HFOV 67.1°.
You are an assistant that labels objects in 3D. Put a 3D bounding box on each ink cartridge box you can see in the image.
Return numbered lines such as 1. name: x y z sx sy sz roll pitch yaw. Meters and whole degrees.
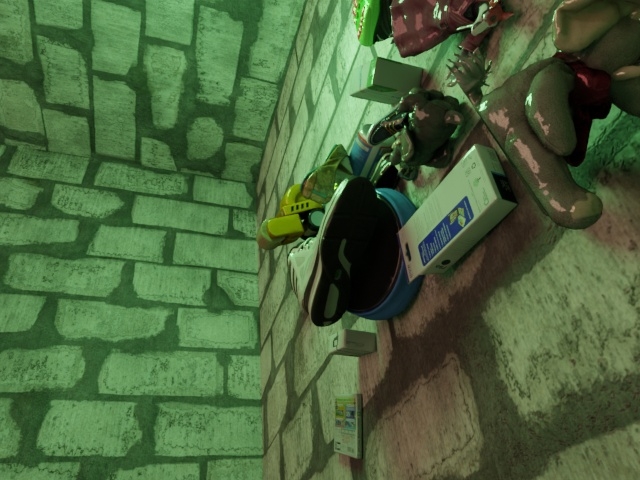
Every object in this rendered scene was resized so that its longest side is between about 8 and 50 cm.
1. ink cartridge box: 0.101 0.334 1.565 0.150 0.109 0.063 133 145 -62
2. ink cartridge box: 0.298 -0.046 1.115 0.333 0.065 0.166 127 146 -46
3. ink cartridge box: 0.198 -0.495 1.512 0.212 0.154 0.093 -157 75 -73

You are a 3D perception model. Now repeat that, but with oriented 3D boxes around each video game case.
1. video game case: 0.091 0.620 1.629 0.212 0.023 0.194 136 138 -65

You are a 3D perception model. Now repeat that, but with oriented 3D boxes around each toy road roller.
1. toy road roller: -0.145 -0.113 2.191 0.241 0.329 0.202 70 157 10

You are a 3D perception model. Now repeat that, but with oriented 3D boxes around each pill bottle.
1. pill bottle: 0.154 -0.266 1.616 0.124 0.124 0.222 -101 26 -45

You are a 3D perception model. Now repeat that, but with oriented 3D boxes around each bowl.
1. bowl: 0.144 0.037 1.419 0.391 0.077 0.392 -15 72 54

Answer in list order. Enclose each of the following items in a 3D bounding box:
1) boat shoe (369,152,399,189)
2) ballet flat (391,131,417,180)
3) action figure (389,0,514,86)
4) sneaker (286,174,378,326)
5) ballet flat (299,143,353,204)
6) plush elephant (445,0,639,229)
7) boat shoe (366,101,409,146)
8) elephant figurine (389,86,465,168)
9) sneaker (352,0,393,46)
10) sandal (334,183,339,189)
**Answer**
1. boat shoe: 0.190 -0.163 1.528 0.069 0.081 0.228 -103 29 -58
2. ballet flat: 0.243 -0.263 1.427 0.070 0.070 0.189 121 151 -53
3. action figure: 0.331 -0.545 1.169 0.370 0.275 0.248 33 151 53
4. sneaker: -0.001 0.000 1.419 0.257 0.169 0.448 37 116 50
5. ballet flat: 0.042 -0.206 1.519 0.348 0.123 0.123 -56 -14 -57
6. plush elephant: 0.382 -0.212 0.712 0.255 0.272 0.330 -34 79 21
7. boat shoe: 0.217 -0.343 1.440 0.183 0.065 0.083 -43 33 14
8. elephant figurine: 0.264 -0.253 1.242 0.186 0.169 0.240 -48 -23 -53
9. sneaker: 0.227 -0.766 1.415 0.483 0.202 0.185 132 124 -78
10. sandal: 0.091 -0.091 1.763 0.138 0.126 0.318 128 147 -66
